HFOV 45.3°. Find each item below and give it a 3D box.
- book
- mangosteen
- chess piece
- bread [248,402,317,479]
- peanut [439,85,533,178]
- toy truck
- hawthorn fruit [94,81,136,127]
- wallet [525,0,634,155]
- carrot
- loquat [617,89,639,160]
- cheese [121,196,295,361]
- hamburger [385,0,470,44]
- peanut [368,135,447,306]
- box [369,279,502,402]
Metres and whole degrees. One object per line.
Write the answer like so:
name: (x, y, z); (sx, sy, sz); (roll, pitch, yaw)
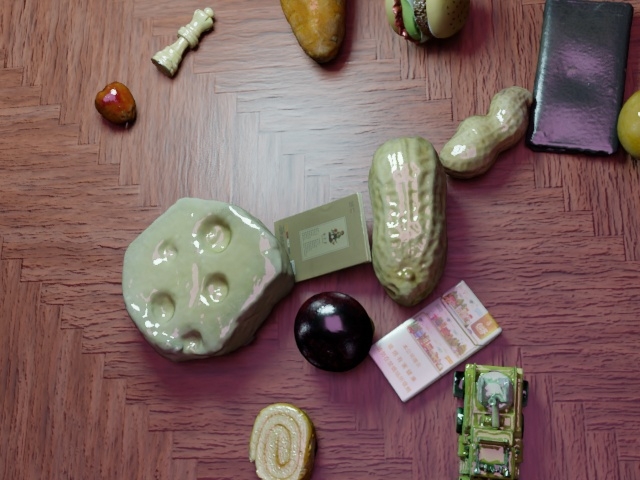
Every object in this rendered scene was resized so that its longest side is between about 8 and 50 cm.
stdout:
book: (0.000, 0.000, 1.461); (0.199, 0.016, 0.138); (-17, 70, 29)
mangosteen: (0.028, 0.161, 1.394); (0.152, 0.152, 0.152); (-3, 74, 9)
chess piece: (-0.290, -0.435, 1.656); (0.060, 0.060, 0.172); (35, 80, 17)
bread: (-0.069, 0.370, 1.380); (0.122, 0.073, 0.149); (4, 73, 16)
peanut: (0.323, -0.206, 1.469); (0.228, 0.085, 0.104); (-40, 69, -5)
toy truck: (0.283, 0.339, 1.294); (0.128, 0.135, 0.259); (4, 78, 11)
hawthorn fruit: (-0.429, -0.284, 1.628); (0.081, 0.081, 0.093); (-41, 101, -4)
wallet: (0.505, -0.320, 1.494); (0.170, 0.044, 0.321); (8, 79, 13)
carrot: (-0.012, -0.475, 1.587); (0.159, 0.159, 0.225); (-9, 86, 7)
loquat: (0.617, -0.211, 1.389); (0.163, 0.137, 0.163); (3, 117, 6)
cheese: (-0.214, 0.073, 1.456); (0.326, 0.115, 0.318); (-1, 73, 16)
hamburger: (0.223, -0.474, 1.513); (0.137, 0.175, 0.175); (9, 75, 35)
peanut: (0.162, -0.035, 1.414); (0.152, 0.152, 0.313); (-5, 80, 8)
box: (0.208, 0.185, 1.403); (0.220, 0.032, 0.122); (-36, 71, -1)
